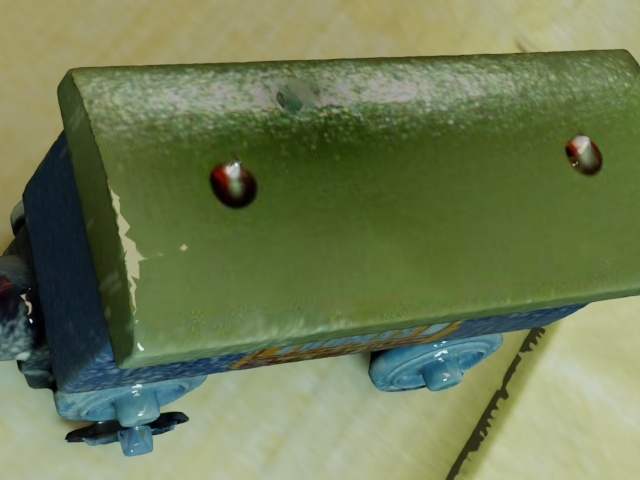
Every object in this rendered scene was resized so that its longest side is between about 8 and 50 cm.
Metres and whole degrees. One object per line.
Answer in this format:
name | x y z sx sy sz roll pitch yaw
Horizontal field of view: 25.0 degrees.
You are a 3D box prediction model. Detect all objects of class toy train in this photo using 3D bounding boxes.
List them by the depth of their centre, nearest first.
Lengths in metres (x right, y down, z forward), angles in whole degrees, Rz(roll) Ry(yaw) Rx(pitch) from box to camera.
toy train | 0.000 0.000 0.630 0.299 0.202 0.131 -7 72 -29
